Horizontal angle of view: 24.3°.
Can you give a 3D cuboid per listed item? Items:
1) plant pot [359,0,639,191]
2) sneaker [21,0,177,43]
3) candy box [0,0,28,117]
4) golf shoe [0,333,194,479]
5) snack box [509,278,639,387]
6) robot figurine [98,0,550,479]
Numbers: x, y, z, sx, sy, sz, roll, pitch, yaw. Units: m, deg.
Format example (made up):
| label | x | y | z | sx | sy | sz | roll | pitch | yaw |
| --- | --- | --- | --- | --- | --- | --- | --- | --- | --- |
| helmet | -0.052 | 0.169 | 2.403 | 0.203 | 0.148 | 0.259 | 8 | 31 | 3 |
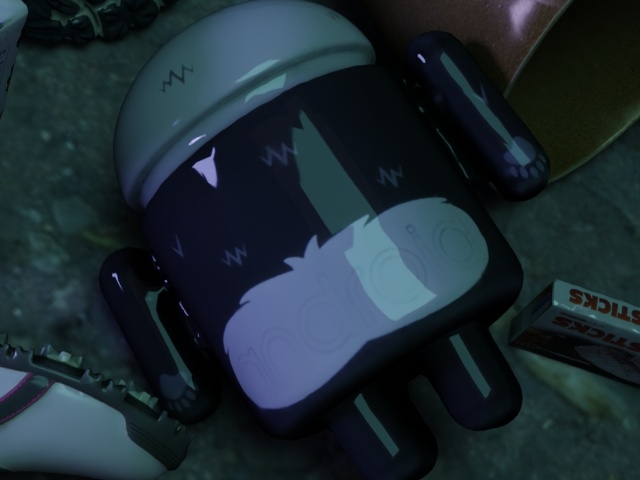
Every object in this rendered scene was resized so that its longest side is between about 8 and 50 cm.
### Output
| label | x | y | z | sx | sy | sz | roll | pitch | yaw |
| --- | --- | --- | --- | --- | --- | --- | --- | --- | --- |
| plant pot | 0.108 | -0.202 | 0.945 | 0.237 | 0.237 | 0.254 | -30 | 64 | -29 |
| sneaker | -0.118 | -0.241 | 0.954 | 0.122 | 0.110 | 0.283 | 27 | 67 | 33 |
| candy box | -0.243 | -0.109 | 0.774 | 0.165 | 0.196 | 0.070 | 46 | 59 | 7 |
| golf shoe | -0.205 | 0.097 | 0.759 | 0.272 | 0.105 | 0.120 | 14 | 77 | -6 |
| snack box | 0.211 | 0.071 | 0.925 | 0.178 | 0.064 | 0.022 | 19 | 59 | -10 |
| robot figurine | 0.002 | -0.001 | 0.827 | 0.209 | 0.173 | 0.278 | -26 | 76 | -31 |
